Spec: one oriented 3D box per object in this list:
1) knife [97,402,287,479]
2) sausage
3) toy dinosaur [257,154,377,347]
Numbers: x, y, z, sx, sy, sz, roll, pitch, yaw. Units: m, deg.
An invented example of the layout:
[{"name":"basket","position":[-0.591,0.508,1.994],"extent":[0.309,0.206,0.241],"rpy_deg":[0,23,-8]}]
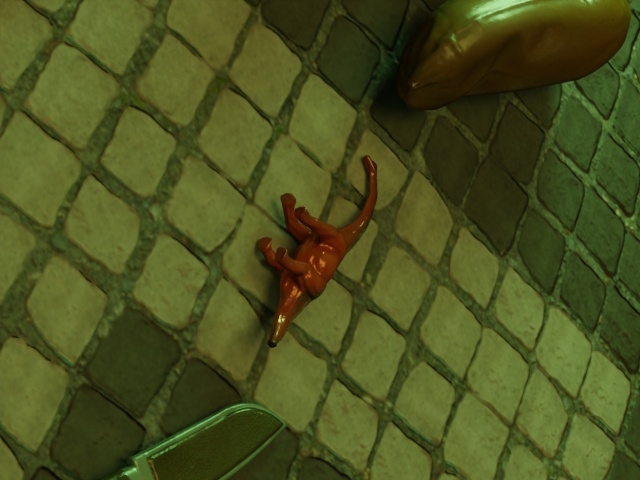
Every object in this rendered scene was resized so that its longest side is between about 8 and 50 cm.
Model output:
[{"name":"knife","position":[-0.144,0.208,1.451],"extent":[0.343,0.027,0.061],"rpy_deg":[-25,95,-47]},{"name":"sausage","position":[0.197,-0.214,1.805],"extent":[0.354,0.134,0.116],"rpy_deg":[-17,73,-46]},{"name":"toy dinosaur","position":[-0.005,0.000,1.617],"extent":[0.101,0.055,0.280],"rpy_deg":[55,47,-33]}]
